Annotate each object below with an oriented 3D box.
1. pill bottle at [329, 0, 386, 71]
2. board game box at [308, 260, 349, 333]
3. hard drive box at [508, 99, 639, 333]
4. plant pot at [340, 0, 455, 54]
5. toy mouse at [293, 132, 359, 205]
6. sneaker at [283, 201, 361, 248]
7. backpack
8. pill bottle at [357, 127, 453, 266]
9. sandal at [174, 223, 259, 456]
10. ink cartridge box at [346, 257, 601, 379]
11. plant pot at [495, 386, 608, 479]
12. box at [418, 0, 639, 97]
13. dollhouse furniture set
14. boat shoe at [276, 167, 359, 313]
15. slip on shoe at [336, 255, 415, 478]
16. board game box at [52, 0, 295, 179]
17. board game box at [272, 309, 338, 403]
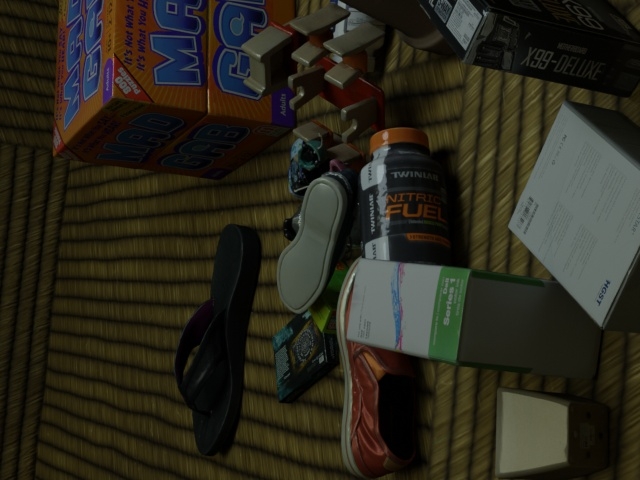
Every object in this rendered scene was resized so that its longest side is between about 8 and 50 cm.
[{"bbox_3d":[0.060,-0.359,2.146,0.094,0.094,0.169,-156,69,-62],"label":"pill bottle"},{"bbox_3d":[0.018,0.084,2.122,0.181,0.092,0.043,57,132,52],"label":"board game box"},{"bbox_3d":[0.335,-0.029,1.534,0.232,0.089,0.181,57,133,53],"label":"hard drive box"},{"bbox_3d":[0.112,-0.417,1.920,0.263,0.229,0.263,-29,56,58],"label":"plant pot"},{"bbox_3d":[0.014,-0.111,2.035,0.161,0.031,0.143,29,140,39],"label":"toy mouse"},{"bbox_3d":[0.012,-0.024,2.146,0.234,0.106,0.078,-16,70,61],"label":"sneaker"},{"bbox_3d":[-0.004,-0.122,2.206,0.084,0.105,0.114,-38,45,53],"label":"backpack"},{"bbox_3d":[0.120,-0.037,1.912,0.130,0.130,0.245,-34,54,56],"label":"pill bottle"},{"bbox_3d":[-0.215,0.186,2.535,0.167,0.107,0.445,10,93,63],"label":"sandal"},{"bbox_3d":[0.187,0.094,1.666,0.278,0.201,0.117,5,87,64],"label":"ink cartridge box"},{"bbox_3d":[0.280,0.230,1.569,0.096,0.109,0.109,-9,75,49],"label":"plant pot"},{"bbox_3d":[0.232,-0.300,1.638,0.076,0.243,0.307,-66,30,29],"label":"box"},{"bbox_3d":[0.008,-0.253,2.082,0.259,0.135,0.262,35,143,34],"label":"dollhouse furniture set"},{"bbox_3d":[0.000,0.000,2.011,0.095,0.079,0.254,31,127,25],"label":"boat shoe"},{"bbox_3d":[0.093,0.181,1.944,0.101,0.123,0.331,-11,74,42],"label":"slip on shoe"},{"bbox_3d":[-0.282,-0.351,2.533,0.356,0.356,0.356,-27,60,58],"label":"board game box"},{"bbox_3d":[-0.028,0.186,2.258,0.186,0.026,0.126,-45,45,51],"label":"board game box"}]
